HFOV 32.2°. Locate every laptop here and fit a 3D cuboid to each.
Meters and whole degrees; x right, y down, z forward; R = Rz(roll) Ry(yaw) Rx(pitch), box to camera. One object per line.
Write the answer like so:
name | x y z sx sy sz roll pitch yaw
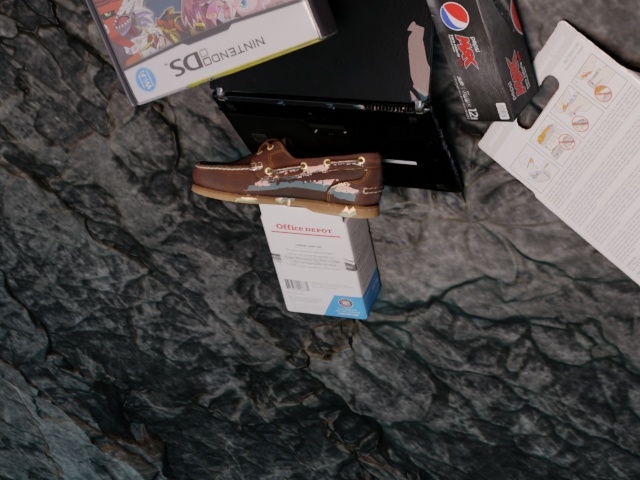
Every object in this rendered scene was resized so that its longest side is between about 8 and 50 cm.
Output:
laptop | 0.022 -0.175 1.126 0.234 0.136 0.264 7 157 22

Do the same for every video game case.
video game case | -0.137 -0.285 1.043 0.248 0.035 0.274 -13 106 35

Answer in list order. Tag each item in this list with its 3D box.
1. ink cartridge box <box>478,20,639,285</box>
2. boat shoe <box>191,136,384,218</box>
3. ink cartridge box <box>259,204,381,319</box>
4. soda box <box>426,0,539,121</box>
ink cartridge box | 0.284 -0.085 1.060 0.225 0.056 0.181 43 137 13
boat shoe | -0.034 -0.071 1.145 0.207 0.073 0.073 6 106 14
ink cartridge box | 0.000 0.000 1.257 0.104 0.060 0.180 5 131 23
soda box | 0.145 -0.192 1.009 0.053 0.060 0.169 7 133 39
